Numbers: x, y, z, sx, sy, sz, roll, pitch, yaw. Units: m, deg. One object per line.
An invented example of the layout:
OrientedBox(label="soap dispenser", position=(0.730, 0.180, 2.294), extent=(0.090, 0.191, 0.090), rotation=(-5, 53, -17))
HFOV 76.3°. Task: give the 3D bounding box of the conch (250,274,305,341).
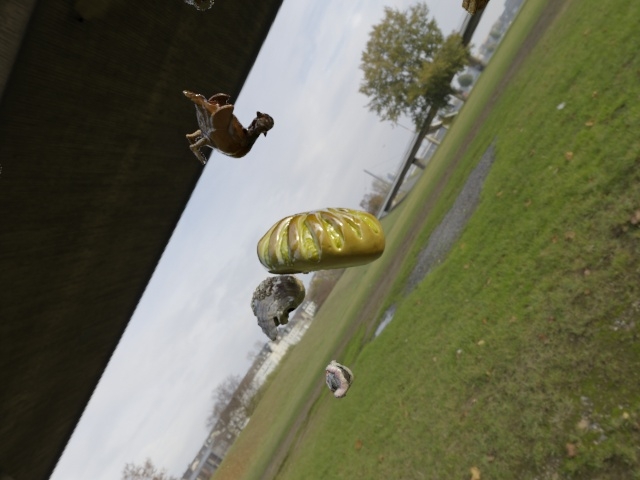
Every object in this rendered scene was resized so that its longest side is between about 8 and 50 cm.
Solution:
OrientedBox(label="conch", position=(-0.121, 0.193, 1.175), extent=(0.245, 0.162, 0.179), rotation=(-108, 18, -73))

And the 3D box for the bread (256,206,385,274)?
OrientedBox(label="bread", position=(0.000, 0.000, 1.051), extent=(0.333, 0.332, 0.160), rotation=(43, -141, -83))

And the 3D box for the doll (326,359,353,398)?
OrientedBox(label="doll", position=(0.071, 0.526, 1.556), extent=(0.095, 0.150, 0.192), rotation=(-17, -17, -10))

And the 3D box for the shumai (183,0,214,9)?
OrientedBox(label="shumai", position=(-0.330, -0.651, 1.069), extent=(0.123, 0.088, 0.099), rotation=(-16, 4, 27))

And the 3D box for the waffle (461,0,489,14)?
OrientedBox(label="waffle", position=(0.348, -0.558, 0.843), extent=(0.102, 0.042, 0.148), rotation=(-46, -17, -3))

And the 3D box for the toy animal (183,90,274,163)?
OrientedBox(label="toy animal", position=(-0.191, -0.242, 0.826), extent=(0.179, 0.089, 0.188), rotation=(-29, -37, -2))
